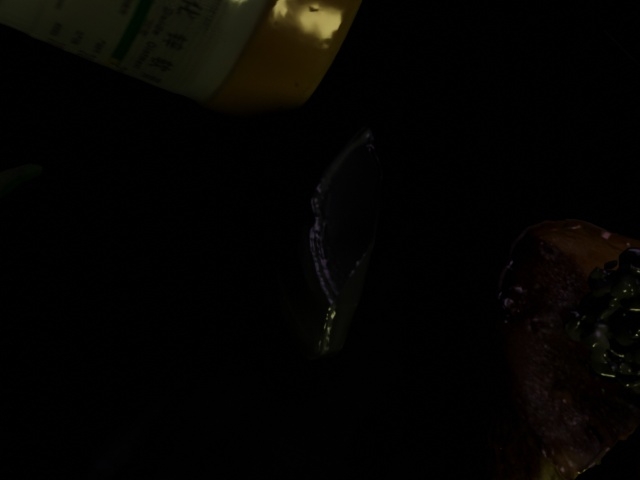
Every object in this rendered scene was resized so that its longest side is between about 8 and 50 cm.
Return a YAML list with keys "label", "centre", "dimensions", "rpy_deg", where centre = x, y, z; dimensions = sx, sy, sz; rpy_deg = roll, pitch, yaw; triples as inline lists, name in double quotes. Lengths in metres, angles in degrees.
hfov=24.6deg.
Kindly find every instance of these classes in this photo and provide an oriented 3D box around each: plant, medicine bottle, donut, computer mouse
- label: "plant"
  centre: [0.220, 0.048, 0.938]
  dimensions: [0.143, 0.094, 0.092]
  rpy_deg: [-10, 69, -55]
- label: "medicine bottle"
  centre: [-0.095, -0.226, 1.055]
  dimensions: [0.232, 0.238, 0.238]
  rpy_deg: [19, 40, -16]
- label: "donut"
  centre: [0.166, 0.080, 1.022]
  dimensions: [0.151, 0.112, 0.295]
  rpy_deg: [43, 37, 15]
- label: "computer mouse"
  centre: [0.000, 0.000, 0.990]
  dimensions: [0.062, 0.105, 0.192]
  rpy_deg: [14, 47, -5]

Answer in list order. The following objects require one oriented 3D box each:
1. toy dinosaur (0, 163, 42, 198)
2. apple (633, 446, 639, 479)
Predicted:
- label: "toy dinosaur"
  centre: [-0.223, 0.091, 0.761]
  dimensions: [0.300, 0.087, 0.447]
  rpy_deg: [58, 33, 4]
- label: "apple"
  centre: [0.309, 0.183, 0.933]
  dimensions: [0.208, 0.237, 0.237]
  rpy_deg: [13, 42, -26]
